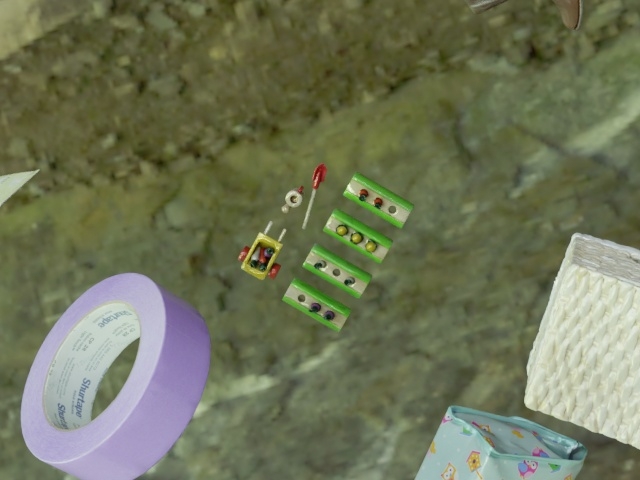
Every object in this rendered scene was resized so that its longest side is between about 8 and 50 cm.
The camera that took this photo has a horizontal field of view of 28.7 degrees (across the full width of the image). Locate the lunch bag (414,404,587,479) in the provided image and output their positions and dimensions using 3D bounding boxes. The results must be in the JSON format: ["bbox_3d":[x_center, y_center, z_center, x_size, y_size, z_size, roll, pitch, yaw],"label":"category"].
[{"bbox_3d":[0.282,0.395,1.962,0.262,0.223,0.160,13,-164,-36],"label":"lunch bag"}]

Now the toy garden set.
[{"bbox_3d":[0.000,0.000,1.992,0.244,0.204,0.049,-60,178,14],"label":"toy garden set"}]

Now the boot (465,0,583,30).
[{"bbox_3d":[0.190,-0.233,1.199,0.114,0.106,0.037,-23,-154,-7],"label":"boot"}]

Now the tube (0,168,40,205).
[{"bbox_3d":[-0.402,-0.022,1.278,0.240,0.070,0.062,-16,152,22],"label":"tube"}]

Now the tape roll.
[{"bbox_3d":[-0.275,0.183,1.666,0.275,0.275,0.090,-21,137,35],"label":"tape roll"}]

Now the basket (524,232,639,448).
[{"bbox_3d":[0.586,0.203,2.426,0.328,0.331,0.266,19,-163,12],"label":"basket"}]
